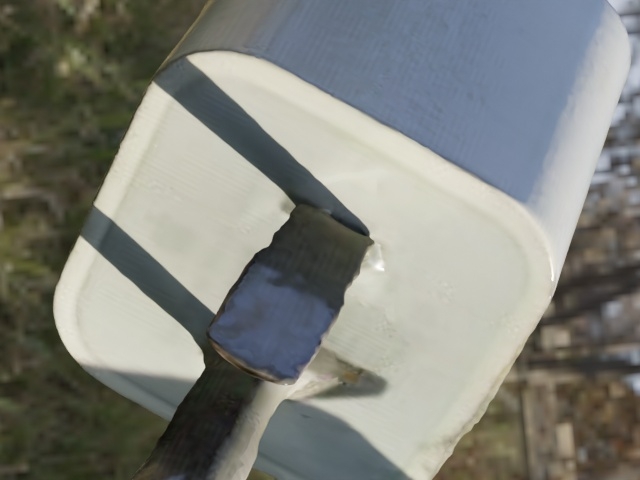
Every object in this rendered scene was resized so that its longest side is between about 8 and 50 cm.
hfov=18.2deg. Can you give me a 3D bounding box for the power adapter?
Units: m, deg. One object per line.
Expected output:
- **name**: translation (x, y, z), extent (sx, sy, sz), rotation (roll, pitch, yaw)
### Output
- **power adapter**: translation (0.000, 0.000, 0.569), extent (0.130, 0.125, 0.205), rotation (-60, -179, 35)
